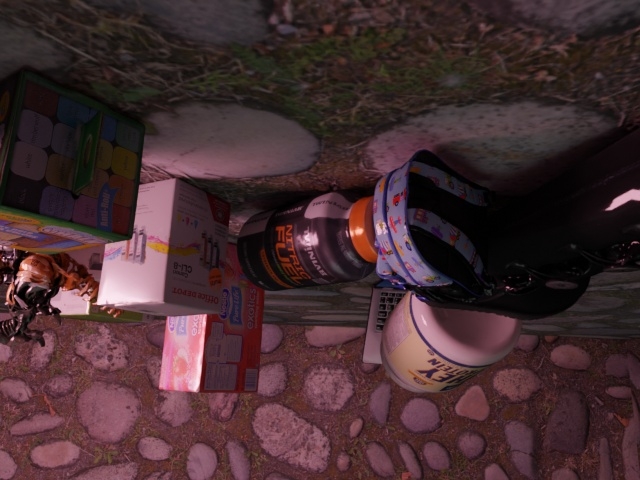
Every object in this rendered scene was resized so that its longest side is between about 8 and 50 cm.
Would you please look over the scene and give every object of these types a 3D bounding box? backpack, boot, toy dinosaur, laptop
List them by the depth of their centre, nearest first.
[{"bbox_3d":[0.122,-0.016,0.609,0.117,0.158,0.173,-12,153,41],"label":"backpack"},{"bbox_3d":[0.386,-0.006,0.692,0.368,0.146,0.445,-2,160,-26],"label":"boot"},{"bbox_3d":[-0.533,0.074,0.941,0.322,0.218,0.164,31,-159,11],"label":"toy dinosaur"},{"bbox_3d":[0.340,0.228,1.407,0.383,0.407,0.236,4,-161,-6],"label":"laptop"}]

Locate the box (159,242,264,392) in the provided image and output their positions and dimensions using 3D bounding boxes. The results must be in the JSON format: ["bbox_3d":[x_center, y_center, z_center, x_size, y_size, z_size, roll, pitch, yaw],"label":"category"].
[{"bbox_3d":[-0.222,0.163,1.077,0.142,0.299,0.154,-10,162,40],"label":"box"}]

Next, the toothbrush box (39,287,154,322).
[{"bbox_3d":[-0.702,0.195,1.645,0.207,0.122,0.283,-4,164,23],"label":"toothbrush box"}]

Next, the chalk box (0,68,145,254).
[{"bbox_3d":[-0.267,-0.069,0.512,0.213,0.132,0.132,-6,163,35],"label":"chalk box"}]

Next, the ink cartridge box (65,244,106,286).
[{"bbox_3d":[-0.464,0.061,1.139,0.218,0.092,0.159,12,162,-26],"label":"ink cartridge box"}]

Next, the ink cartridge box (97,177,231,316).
[{"bbox_3d":[-0.224,0.018,0.756,0.128,0.176,0.128,-5,164,27],"label":"ink cartridge box"}]

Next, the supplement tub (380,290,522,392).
[{"bbox_3d":[0.277,0.209,1.174,0.236,0.235,0.324,5,149,-9],"label":"supplement tub"}]

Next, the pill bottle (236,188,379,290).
[{"bbox_3d":[0.000,0.000,0.746,0.131,0.130,0.246,16,160,-43],"label":"pill bottle"}]
